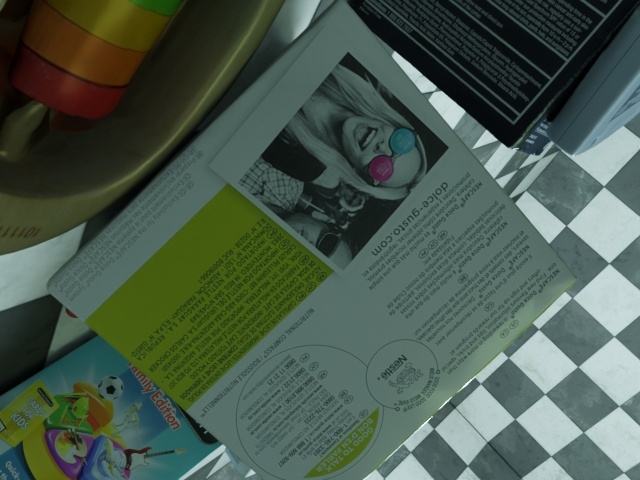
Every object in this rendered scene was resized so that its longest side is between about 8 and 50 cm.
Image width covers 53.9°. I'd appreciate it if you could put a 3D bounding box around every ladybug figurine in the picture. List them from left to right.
[{"bbox_3d":[-0.162,-0.184,0.414,0.449,0.162,0.305,-48,162,15],"label":"ladybug figurine"}]

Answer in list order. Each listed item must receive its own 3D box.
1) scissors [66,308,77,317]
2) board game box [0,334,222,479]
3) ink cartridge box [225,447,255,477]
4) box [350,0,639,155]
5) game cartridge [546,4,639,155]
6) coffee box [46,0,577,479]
[{"bbox_3d":[-0.266,0.066,0.979,0.109,0.021,0.297,-50,161,19],"label":"scissors"},{"bbox_3d":[-0.322,0.286,0.959,0.336,0.254,0.079,-34,171,-28],"label":"board game box"},{"bbox_3d":[0.020,0.278,1.077,0.370,0.069,0.176,3,124,-50],"label":"ink cartridge box"},{"bbox_3d":[0.255,-0.314,0.802,0.294,0.296,0.182,-51,160,23],"label":"box"},{"bbox_3d":[0.395,-0.214,0.767,0.297,0.062,0.198,-31,162,-36],"label":"game cartridge"},{"bbox_3d":[-0.017,0.009,0.692,0.338,0.334,0.337,-44,-166,2],"label":"coffee box"}]
